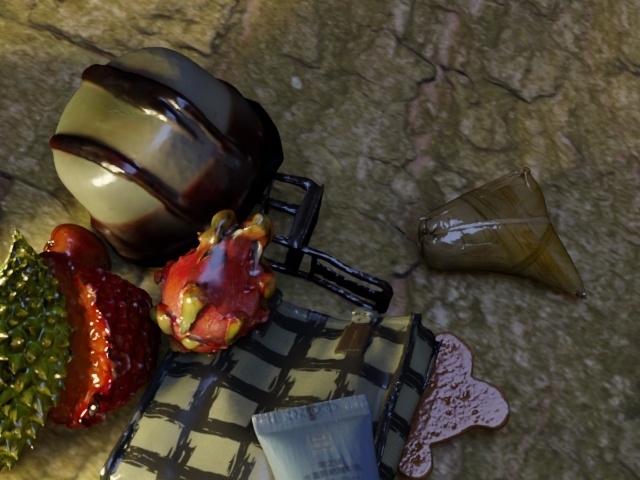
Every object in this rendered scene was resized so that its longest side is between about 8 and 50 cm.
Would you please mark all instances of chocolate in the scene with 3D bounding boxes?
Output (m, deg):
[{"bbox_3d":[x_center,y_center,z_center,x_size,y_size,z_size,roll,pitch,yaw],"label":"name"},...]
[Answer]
[{"bbox_3d":[-0.215,-0.123,1.721,0.284,0.186,0.283,-12,58,20],"label":"chocolate"}]

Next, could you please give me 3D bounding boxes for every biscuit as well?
[{"bbox_3d":[0.104,0.225,1.717,0.250,0.036,0.165,-30,67,-7],"label":"biscuit"}]

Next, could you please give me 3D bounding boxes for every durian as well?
[{"bbox_3d":[-0.410,0.171,1.593,0.157,0.355,0.169,30,23,-33],"label":"durian"}]

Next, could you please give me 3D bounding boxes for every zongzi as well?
[{"bbox_3d":[0.241,0.021,1.800,0.194,0.099,0.197,-23,77,-14],"label":"zongzi"}]

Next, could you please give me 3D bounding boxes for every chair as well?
[{"bbox_3d":[0.000,0.000,1.781,0.229,0.106,0.113,20,68,3],"label":"chair"}]

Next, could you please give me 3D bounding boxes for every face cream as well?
[{"bbox_3d":[0.034,0.343,1.436,0.136,0.086,0.385,-9,57,-11],"label":"face cream"}]

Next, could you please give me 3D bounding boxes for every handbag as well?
[{"bbox_3d":[-0.054,0.216,1.636,0.325,0.162,0.327,15,64,13],"label":"handbag"}]

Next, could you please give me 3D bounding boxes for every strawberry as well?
[{"bbox_3d":[-0.269,0.115,1.658,0.178,0.234,0.234,-10,62,-46],"label":"strawberry"}]

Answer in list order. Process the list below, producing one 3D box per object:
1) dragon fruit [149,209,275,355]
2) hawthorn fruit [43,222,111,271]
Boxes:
[{"bbox_3d":[-0.117,0.046,1.600,0.133,0.207,0.150,46,26,23],"label":"dragon fruit"},{"bbox_3d":[-0.314,0.024,1.764,0.093,0.081,0.081,26,63,-25],"label":"hawthorn fruit"}]
